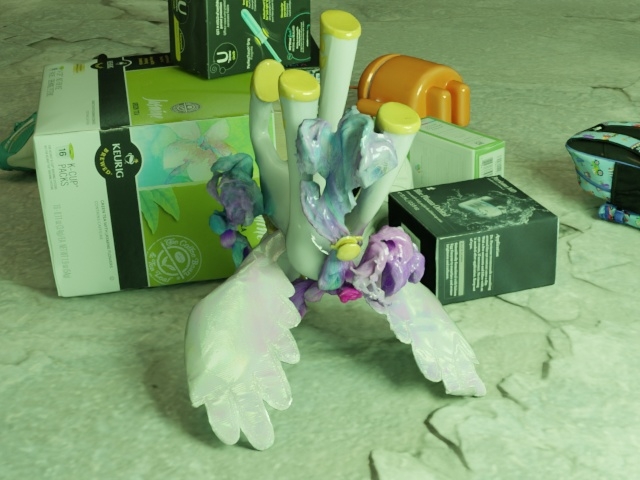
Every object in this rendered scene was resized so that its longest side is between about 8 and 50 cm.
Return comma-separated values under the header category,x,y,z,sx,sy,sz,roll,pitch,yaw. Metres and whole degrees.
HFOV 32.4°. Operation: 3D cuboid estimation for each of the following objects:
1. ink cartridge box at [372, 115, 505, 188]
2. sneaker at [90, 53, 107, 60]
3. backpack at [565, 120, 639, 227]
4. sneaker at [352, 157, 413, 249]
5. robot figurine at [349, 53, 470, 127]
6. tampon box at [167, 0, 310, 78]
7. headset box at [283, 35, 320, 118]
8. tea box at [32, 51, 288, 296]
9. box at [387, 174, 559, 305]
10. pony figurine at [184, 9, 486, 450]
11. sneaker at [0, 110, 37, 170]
category,x,y,z,sx,sy,sz,roll,pitch,yaw
ink cartridge box,0.163,-0.107,1.541,0.062,0.109,0.209,-20,29,-33
sneaker,-0.255,-0.207,1.706,0.276,0.097,0.135,20,59,-8
backpack,0.417,-0.093,1.471,0.173,0.116,0.158,19,33,38
sneaker,0.060,-0.076,1.449,0.090,0.115,0.232,9,35,23
robot figurine,0.150,-0.237,1.810,0.219,0.128,0.158,25,76,46
tampon box,-0.106,-0.290,1.432,0.161,0.120,0.101,-16,30,-34
headset box,-0.118,-0.266,1.896,0.246,0.131,0.283,-5,24,-6
tea box,-0.194,-0.106,1.447,0.324,0.220,0.329,-7,25,-8
box,0.181,-0.004,1.335,0.158,0.093,0.156,-9,25,-16
pony figurine,0.000,0.000,1.124,0.303,0.363,0.351,-4,39,-19
sneaker,-0.452,-0.187,1.808,0.110,0.107,0.275,-8,23,11
